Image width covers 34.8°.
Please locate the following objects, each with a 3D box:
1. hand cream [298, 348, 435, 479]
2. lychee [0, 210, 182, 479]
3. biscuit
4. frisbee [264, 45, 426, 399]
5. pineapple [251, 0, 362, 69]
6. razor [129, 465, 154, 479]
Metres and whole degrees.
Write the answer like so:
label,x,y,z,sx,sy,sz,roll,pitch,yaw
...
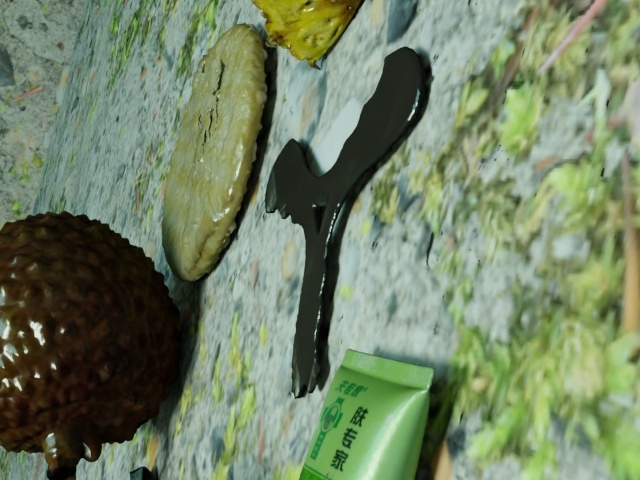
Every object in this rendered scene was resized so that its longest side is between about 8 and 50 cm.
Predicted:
label,x,y,z,sx,sy,sz,roll,pitch,yaw
hand cream,0.006,0.136,0.452,0.095,0.046,0.175,177,107,-71
lychee,-0.207,0.085,0.813,0.200,0.200,0.238,-53,38,45
biscuit,-0.091,-0.073,0.843,0.220,0.033,0.219,-167,90,-69
frisbee,0.000,0.000,0.599,0.211,0.012,0.187,161,120,-65
pineapple,0.002,-0.184,0.658,0.077,0.114,0.114,-3,52,31
razor,-0.128,0.233,0.751,0.066,0.033,0.190,-27,28,1
